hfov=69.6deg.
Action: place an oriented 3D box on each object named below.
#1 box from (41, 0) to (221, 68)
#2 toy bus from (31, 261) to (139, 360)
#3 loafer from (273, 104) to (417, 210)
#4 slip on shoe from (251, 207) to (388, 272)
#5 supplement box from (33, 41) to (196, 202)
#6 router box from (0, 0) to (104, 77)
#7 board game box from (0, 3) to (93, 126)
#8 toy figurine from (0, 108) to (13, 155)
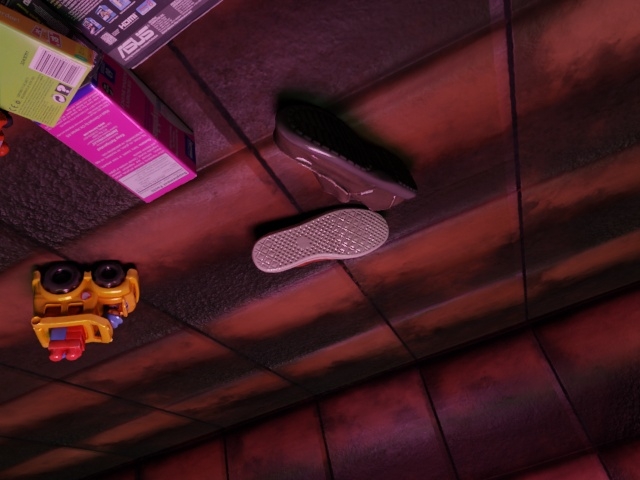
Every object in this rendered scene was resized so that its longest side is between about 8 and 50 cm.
[{"bbox_3d":[-0.188,-0.377,0.434,0.394,0.097,0.318,-19,149,30],"label":"box"},{"bbox_3d":[-0.523,0.169,1.029,0.220,0.212,0.149,-2,141,-20],"label":"toy bus"},{"bbox_3d":[0.043,-0.130,0.891,0.365,0.134,0.130,22,131,-40],"label":"loafer"},{"bbox_3d":[0.000,0.000,1.093,0.331,0.123,0.101,-15,177,-8],"label":"slip on shoe"},{"bbox_3d":[-0.307,-0.176,0.720,0.113,0.111,0.220,-24,144,13],"label":"supplement box"},{"bbox_3d":[-0.346,-0.258,0.564,0.038,0.092,0.122,-63,154,-6],"label":"router box"},{"bbox_3d":[-0.398,-0.216,0.485,0.124,0.039,0.259,-33,147,34],"label":"board game box"},{"bbox_3d":[-0.509,-0.165,0.573,0.209,0.213,0.148,21,121,-40],"label":"toy figurine"}]
